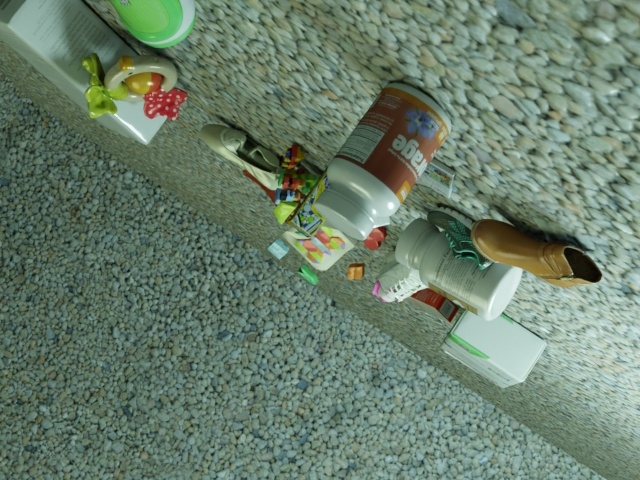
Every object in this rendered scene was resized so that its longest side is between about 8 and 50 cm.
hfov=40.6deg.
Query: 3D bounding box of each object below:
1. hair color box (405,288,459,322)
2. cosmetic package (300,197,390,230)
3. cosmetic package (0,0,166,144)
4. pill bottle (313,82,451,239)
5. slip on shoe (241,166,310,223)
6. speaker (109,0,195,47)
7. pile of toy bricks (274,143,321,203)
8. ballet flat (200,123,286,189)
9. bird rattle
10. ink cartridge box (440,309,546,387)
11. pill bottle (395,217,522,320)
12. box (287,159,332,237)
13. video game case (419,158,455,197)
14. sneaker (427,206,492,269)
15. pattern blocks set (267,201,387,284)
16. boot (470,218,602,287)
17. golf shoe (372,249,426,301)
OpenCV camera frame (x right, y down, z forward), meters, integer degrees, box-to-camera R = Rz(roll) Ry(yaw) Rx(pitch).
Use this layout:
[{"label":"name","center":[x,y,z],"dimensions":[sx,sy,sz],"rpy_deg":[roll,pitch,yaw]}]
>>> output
[{"label":"hair color box","center":[0.293,0.161,2.403],"dimensions":[0.167,0.053,0.093],"rpy_deg":[23,166,46]},{"label":"cosmetic package","center":[0.051,-0.067,1.949],"dimensions":[0.239,0.098,0.061],"rpy_deg":[16,120,61]},{"label":"cosmetic package","center":[-0.578,-0.442,2.087],"dimensions":[0.230,0.161,0.453],"rpy_deg":[25,166,45]},{"label":"pill bottle","center":[0.087,-0.113,1.266],"dimensions":[0.121,0.216,0.121],"rpy_deg":[34,171,6]},{"label":"slip on shoe","center":[-0.073,-0.097,2.248],"dimensions":[0.331,0.101,0.123],"rpy_deg":[36,172,0]},{"label":"speaker","center":[-0.288,-0.419,1.328],"dimensions":[0.131,0.131,0.296],"rpy_deg":[32,170,19]},{"label":"pile of toy bricks","center":[-0.043,-0.139,1.988],"dimensions":[0.105,0.118,0.212],"rpy_deg":[4,164,-9]},{"label":"ballet flat","center":[-0.179,-0.220,2.114],"dimensions":[0.248,0.086,0.086],"rpy_deg":[34,171,-5]},{"label":"bird rattle","center":[-0.408,-0.349,1.968],"dimensions":[0.253,0.143,0.207],"rpy_deg":[7,157,-33]},{"label":"ink cartridge box","center":[0.437,0.270,2.232],"dimensions":[0.211,0.122,0.289],"rpy_deg":[33,170,8]},{"label":"pill bottle","center":[0.268,0.050,1.706],"dimensions":[0.229,0.131,0.131],"rpy_deg":[30,170,27]},{"label":"box","center":[0.004,-0.089,1.806],"dimensions":[0.059,0.169,0.054],"rpy_deg":[37,171,-9]},{"label":"video game case","center":[0.193,-0.118,1.504],"dimensions":[0.087,0.011,0.122],"rpy_deg":[33,171,13]},{"label":"sneaker","center":[0.263,-0.004,1.625],"dimensions":[0.166,0.076,0.065],"rpy_deg":[30,168,28]},{"label":"pattern blocks set","center":[0.000,0.000,2.198],"dimensions":[0.285,0.026,0.325],"rpy_deg":[35,139,1]},{"label":"boot","center":[0.359,0.017,1.432],"dimensions":[0.197,0.073,0.152],"rpy_deg":[25,174,-14]},{"label":"golf shoe","center":[0.217,0.097,2.095],"dimensions":[0.115,0.140,0.306],"rpy_deg":[38,169,-9]}]
